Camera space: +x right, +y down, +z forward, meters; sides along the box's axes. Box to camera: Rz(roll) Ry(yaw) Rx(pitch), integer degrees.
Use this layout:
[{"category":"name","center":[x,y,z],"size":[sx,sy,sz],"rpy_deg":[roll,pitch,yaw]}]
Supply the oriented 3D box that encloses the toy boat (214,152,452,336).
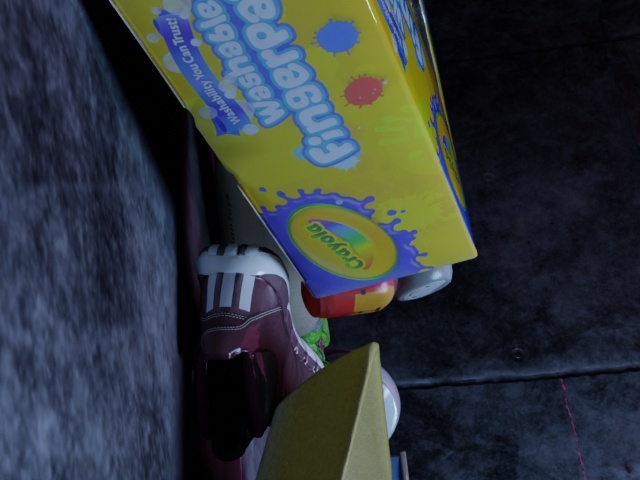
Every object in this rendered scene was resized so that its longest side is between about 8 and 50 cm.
[{"category":"toy boat","center":[0.000,0.000,1.072],"size":[0.318,0.148,0.267],"rpy_deg":[35,-47,57]}]

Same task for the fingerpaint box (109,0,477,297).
[{"category":"fingerpaint box","center":[-0.021,-0.229,0.824],"size":[0.444,0.163,0.371],"rpy_deg":[58,22,-50]}]

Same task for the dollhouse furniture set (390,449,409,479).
[{"category":"dollhouse furniture set","center":[0.065,0.497,1.747],"size":[0.303,0.198,0.286],"rpy_deg":[65,18,-82]}]

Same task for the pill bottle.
[{"category":"pill bottle","center":[0.044,0.278,1.755],"size":[0.301,0.169,0.169],"rpy_deg":[171,-88,-83]}]

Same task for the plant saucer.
[{"category":"plant saucer","center":[-0.015,0.295,0.863],"size":[0.332,0.081,0.332],"rpy_deg":[79,23,-56]}]

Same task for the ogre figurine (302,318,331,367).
[{"category":"ogre figurine","center":[-0.025,0.178,1.607],"size":[0.197,0.097,0.118],"rpy_deg":[-53,175,5]}]

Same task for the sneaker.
[{"category":"sneaker","center":[-0.066,0.144,0.927],"size":[0.281,0.107,0.162],"rpy_deg":[71,19,-48]}]
